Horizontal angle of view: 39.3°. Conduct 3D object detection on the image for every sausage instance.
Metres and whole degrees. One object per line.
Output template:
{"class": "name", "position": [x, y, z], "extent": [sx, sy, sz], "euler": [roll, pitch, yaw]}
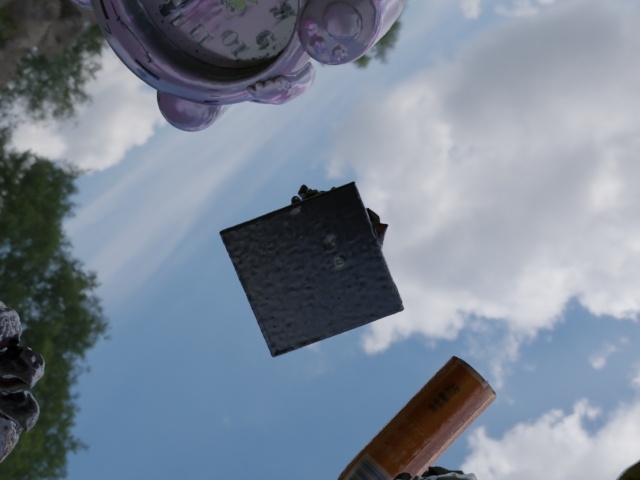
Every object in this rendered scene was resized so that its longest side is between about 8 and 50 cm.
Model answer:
{"class": "sausage", "position": [0.096, 0.235, 1.013], "extent": [0.234, 0.071, 0.071], "euler": [-43, -152, -12]}

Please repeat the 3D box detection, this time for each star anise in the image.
{"class": "star anise", "position": [-0.383, 0.121, 1.004], "extent": [0.081, 0.262, 0.230], "euler": [-26, -158, -39]}

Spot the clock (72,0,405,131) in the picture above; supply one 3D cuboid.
{"class": "clock", "position": [-0.104, -0.271, 0.914], "extent": [0.322, 0.295, 0.113], "euler": [-26, -161, 37]}

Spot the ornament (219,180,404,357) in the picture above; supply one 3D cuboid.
{"class": "ornament", "position": [0.000, 0.000, 1.017], "extent": [0.166, 0.153, 0.196], "euler": [-19, -162, 7]}

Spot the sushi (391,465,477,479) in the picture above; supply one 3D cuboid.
{"class": "sushi", "position": [0.037, 0.223, 0.540], "extent": [0.213, 0.115, 0.147], "euler": [-14, 179, -43]}

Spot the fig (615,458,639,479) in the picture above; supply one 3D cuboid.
{"class": "fig", "position": [0.281, 0.228, 0.671], "extent": [0.093, 0.093, 0.166], "euler": [-28, -159, -1]}
